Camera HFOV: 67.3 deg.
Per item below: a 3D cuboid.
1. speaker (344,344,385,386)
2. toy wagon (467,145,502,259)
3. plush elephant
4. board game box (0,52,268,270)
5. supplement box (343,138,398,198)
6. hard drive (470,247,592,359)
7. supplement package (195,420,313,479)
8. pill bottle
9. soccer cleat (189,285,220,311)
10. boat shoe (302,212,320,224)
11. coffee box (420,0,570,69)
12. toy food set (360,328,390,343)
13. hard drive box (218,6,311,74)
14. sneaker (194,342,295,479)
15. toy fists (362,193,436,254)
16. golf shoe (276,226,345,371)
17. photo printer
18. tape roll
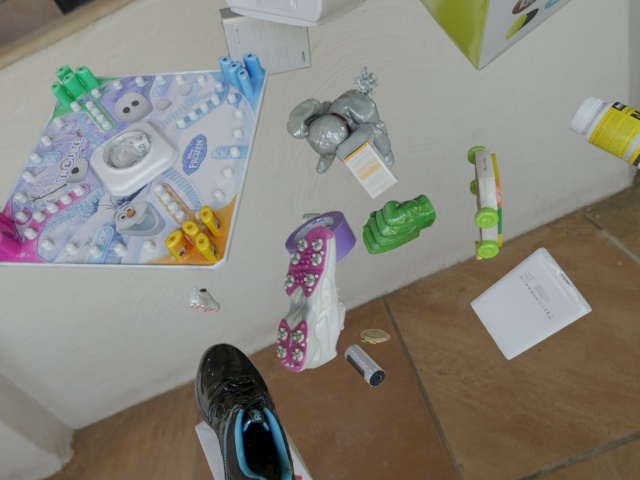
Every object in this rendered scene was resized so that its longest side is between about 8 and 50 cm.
[{"bbox_3d":[0.125,0.352,1.358,0.055,0.055,0.136,-36,33,-12],"label":"speaker"},{"bbox_3d":[0.452,-0.081,1.321,0.068,0.345,0.268,-5,47,17],"label":"toy wagon"},{"bbox_3d":[0.058,-0.311,1.416,0.271,0.330,0.255,38,66,21],"label":"plush elephant"},{"bbox_3d":[-0.300,-0.140,0.750,0.389,0.050,0.391,0,60,10],"label":"board game box"},{"bbox_3d":[0.100,-0.141,0.950,0.062,0.098,0.036,-35,9,24],"label":"supplement box"},{"bbox_3d":[0.677,0.217,1.591,0.047,0.353,0.233,-12,61,-34],"label":"hard drive"},{"bbox_3d":[-0.150,0.536,1.182,0.177,0.293,0.175,-30,46,-13],"label":"supplement package"},{"bbox_3d":[0.757,-0.279,1.220,0.119,0.119,0.208,-41,61,-19],"label":"pill bottle"},{"bbox_3d":[-0.408,0.212,1.721,0.068,0.196,0.076,-4,74,11],"label":"soccer cleat"},{"bbox_3d":[0.000,-0.001,1.728,0.081,0.228,0.079,-8,36,15],"label":"boat shoe"},{"bbox_3d":[0.216,-0.469,0.523,0.334,0.338,0.337,-36,-10,10],"label":"coffee box"},{"bbox_3d":[0.151,0.269,1.347,0.082,0.020,0.083,7,12,17],"label":"toy food set"},{"bbox_3d":[-0.153,-0.574,1.371,0.231,0.181,0.089,-13,44,-8],"label":"hard drive box"},{"bbox_3d":[-0.108,0.274,0.746,0.124,0.140,0.341,-4,38,-27],"label":"sneaker"},{"bbox_3d":[0.179,-0.035,1.200,0.142,0.096,0.279,-25,-9,-8],"label":"toy fists"},{"bbox_3d":[-0.005,0.125,1.035,0.115,0.140,0.307,12,91,49],"label":"golf shoe"},{"bbox_3d":[-0.036,-0.596,1.124,0.255,0.107,0.307,20,42,21],"label":"photo printer"},{"bbox_3d":[0.000,0.002,1.354,0.188,0.080,0.189,-25,23,11],"label":"tape roll"}]
